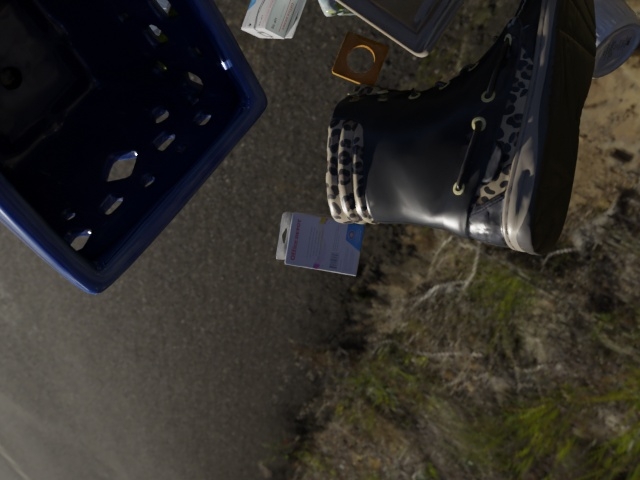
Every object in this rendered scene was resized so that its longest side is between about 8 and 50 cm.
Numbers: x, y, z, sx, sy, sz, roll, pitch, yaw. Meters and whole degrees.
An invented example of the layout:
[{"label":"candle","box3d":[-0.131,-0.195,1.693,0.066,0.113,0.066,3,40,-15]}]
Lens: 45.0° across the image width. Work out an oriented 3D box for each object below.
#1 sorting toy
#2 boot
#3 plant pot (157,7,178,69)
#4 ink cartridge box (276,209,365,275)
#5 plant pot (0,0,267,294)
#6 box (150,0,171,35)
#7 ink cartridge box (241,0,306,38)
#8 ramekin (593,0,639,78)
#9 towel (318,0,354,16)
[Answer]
[{"label":"sorting toy","box3d":[0.114,-0.376,1.077,0.196,0.348,0.047,34,-178,1]},{"label":"boot","box3d":[0.165,-0.175,0.922,0.284,0.377,0.138,4,170,36]},{"label":"plant pot","box3d":[-0.420,-0.577,1.536,0.366,0.366,0.353,116,146,-58]},{"label":"ink cartridge box","box3d":[0.000,0.000,1.341,0.143,0.092,0.090,10,-174,2]},{"label":"plant pot","box3d":[-0.225,-0.133,0.634,0.212,0.236,0.236,18,152,42]},{"label":"box","box3d":[-0.302,-0.459,0.994,0.312,0.179,0.343,21,168,-15]},{"label":"ink cartridge box","box3d":[-0.114,-0.546,1.860,0.060,0.104,0.180,19,-177,-32]},{"label":"ramekin","box3d":[0.688,-0.497,1.901,0.109,0.207,0.207,58,159,31]},{"label":"towel","box3d":[0.055,-0.631,1.600,0.090,0.374,0.321,-18,97,31]}]
